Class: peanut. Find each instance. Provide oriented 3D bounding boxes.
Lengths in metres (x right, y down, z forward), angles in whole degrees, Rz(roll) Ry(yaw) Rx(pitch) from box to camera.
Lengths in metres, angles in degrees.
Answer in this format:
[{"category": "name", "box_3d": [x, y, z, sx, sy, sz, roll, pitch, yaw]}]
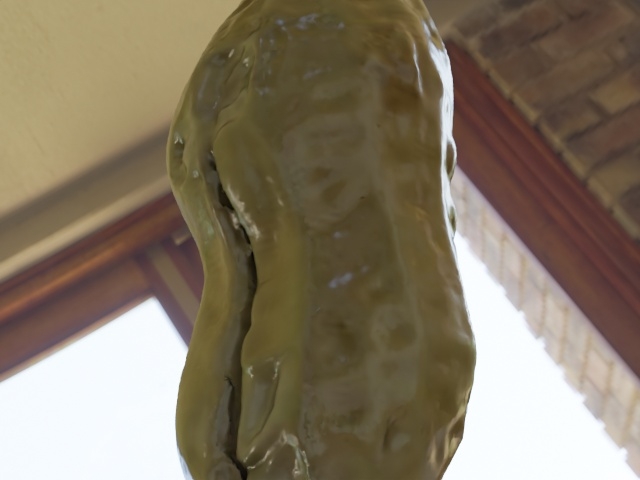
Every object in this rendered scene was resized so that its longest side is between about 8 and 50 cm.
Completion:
[{"category": "peanut", "box_3d": [0.000, 0.000, 0.558, 0.130, 0.290, 0.130, -3, -24, -1]}]
